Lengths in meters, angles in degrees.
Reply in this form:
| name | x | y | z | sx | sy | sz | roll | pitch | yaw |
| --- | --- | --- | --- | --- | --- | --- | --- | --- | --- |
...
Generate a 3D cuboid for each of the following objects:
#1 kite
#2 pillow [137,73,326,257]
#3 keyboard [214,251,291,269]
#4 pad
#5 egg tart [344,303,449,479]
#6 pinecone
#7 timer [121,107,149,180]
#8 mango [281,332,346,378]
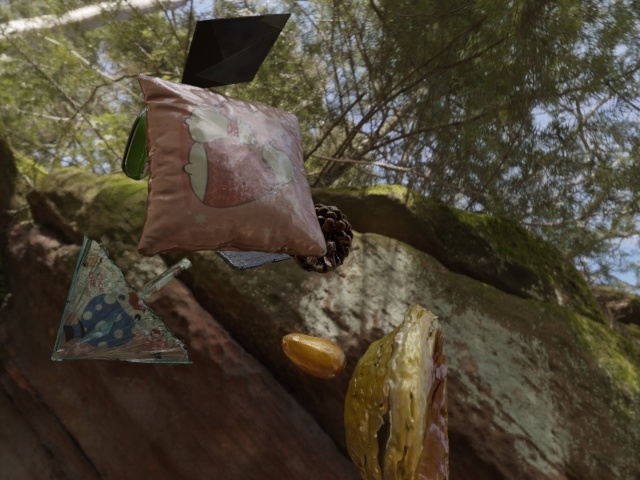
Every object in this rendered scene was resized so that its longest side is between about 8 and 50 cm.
| name | x | y | z | sx | sy | sz | roll | pitch | yaw |
| --- | --- | --- | --- | --- | --- | --- | --- | --- | --- |
| kite | -0.457 | 0.158 | 1.022 | 0.406 | 0.368 | 0.014 | 49 | -25 | 4 |
| pillow | -0.109 | -0.087 | 0.535 | 0.084 | 0.223 | 0.236 | -41 | -125 | 55 |
| keyboard | -0.182 | 0.035 | 1.236 | 0.106 | 0.262 | 0.016 | 36 | -65 | 24 |
| pad | -0.165 | -0.335 | 0.787 | 0.243 | 0.163 | 0.004 | -19 | -90 | 64 |
| egg tart | 0.161 | 0.344 | 0.887 | 0.178 | 0.443 | 0.443 | -2 | -62 | 23 |
| pinecone | -0.002 | -0.001 | 1.127 | 0.168 | 0.212 | 0.185 | 23 | -80 | 2 |
| timer | -0.330 | -0.186 | 0.823 | 0.047 | 0.128 | 0.140 | 23 | -71 | -11 |
| mango | -0.023 | 0.346 | 1.322 | 0.219 | 0.112 | 0.145 | 30 | -27 | -14 |
